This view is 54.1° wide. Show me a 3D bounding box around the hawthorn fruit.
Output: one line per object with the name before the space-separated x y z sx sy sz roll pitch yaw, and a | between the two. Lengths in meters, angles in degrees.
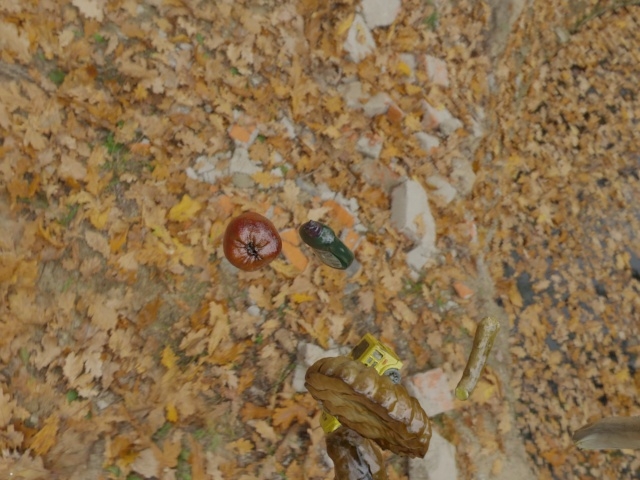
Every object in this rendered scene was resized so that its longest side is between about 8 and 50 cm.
hawthorn fruit | -0.159 -0.002 1.418 0.133 0.138 0.132 -2 112 -5

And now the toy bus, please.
toy bus | 0.100 0.458 1.939 0.152 0.144 0.330 40 91 -17

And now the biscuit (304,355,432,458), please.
biscuit | 0.113 0.375 1.444 0.326 0.326 0.107 40 63 -8

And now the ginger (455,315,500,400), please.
ginger | 0.514 0.385 2.054 0.118 0.065 0.298 38 74 -46

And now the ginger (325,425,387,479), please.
ginger | 0.096 0.650 1.658 0.173 0.165 0.320 -1 93 -6

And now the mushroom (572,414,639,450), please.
mushroom | 0.855 0.532 1.735 0.123 0.351 0.094 -7 72 -28

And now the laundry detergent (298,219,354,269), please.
laundry detergent | 0.000 0.000 1.683 0.078 0.144 0.222 -59 145 -9
